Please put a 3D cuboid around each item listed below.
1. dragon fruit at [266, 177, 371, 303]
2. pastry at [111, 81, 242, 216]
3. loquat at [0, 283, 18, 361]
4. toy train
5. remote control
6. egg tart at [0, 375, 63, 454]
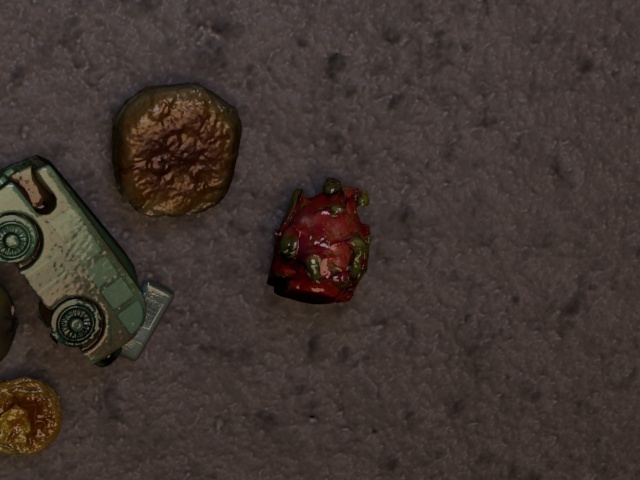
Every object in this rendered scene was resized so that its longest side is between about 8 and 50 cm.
[{"bbox_3d":[0.000,0.000,1.967,0.160,0.166,0.172,0,73,25],"label":"dragon fruit"},{"bbox_3d":[-0.202,-0.129,1.908,0.182,0.093,0.192,-3,111,-14],"label":"pastry"},{"bbox_3d":[-0.518,0.119,1.881,0.195,0.152,0.152,-4,107,-5],"label":"loquat"},{"bbox_3d":[-0.363,0.030,1.901,0.159,0.129,0.326,-36,111,-8],"label":"toy train"},{"bbox_3d":[-0.267,0.119,2.008,0.053,0.018,0.124,26,99,-21],"label":"remote control"},{"bbox_3d":[-0.443,0.253,1.986,0.130,0.052,0.130,-4,109,-12],"label":"egg tart"}]
